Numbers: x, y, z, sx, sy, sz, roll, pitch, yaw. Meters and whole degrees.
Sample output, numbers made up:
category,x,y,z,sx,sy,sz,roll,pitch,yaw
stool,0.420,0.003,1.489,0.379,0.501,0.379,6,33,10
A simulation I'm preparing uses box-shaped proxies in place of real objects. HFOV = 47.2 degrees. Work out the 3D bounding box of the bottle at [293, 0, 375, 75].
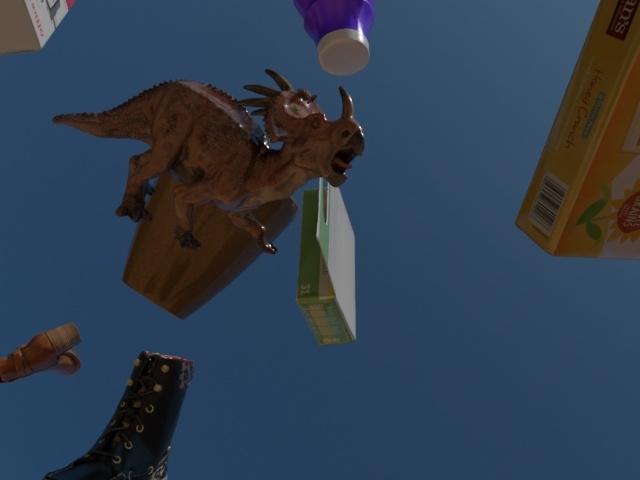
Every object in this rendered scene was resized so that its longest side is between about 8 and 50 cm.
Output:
category,x,y,z,sx,sy,sz,roll,pitch,yaw
bottle,0.019,-0.351,1.008,0.118,0.092,0.282,-9,-121,4

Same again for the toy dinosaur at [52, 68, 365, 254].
category,x,y,z,sx,sy,sz,roll,pitch,yaw
toy dinosaur,-0.103,-0.103,0.732,0.296,0.127,0.200,27,-73,7

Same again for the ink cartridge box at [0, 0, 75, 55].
category,x,y,z,sx,sy,sz,roll,pitch,yaw
ink cartridge box,-0.366,-0.311,0.900,0.063,0.150,0.109,-4,-50,4

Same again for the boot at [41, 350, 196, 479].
category,x,y,z,sx,sy,sz,roll,pitch,yaw
boot,-0.231,0.217,0.856,0.085,0.236,0.178,13,-97,17

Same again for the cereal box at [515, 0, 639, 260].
category,x,y,z,sx,sy,sz,roll,pitch,yaw
cereal box,0.256,-0.068,0.456,0.047,0.240,0.172,-125,-136,-54

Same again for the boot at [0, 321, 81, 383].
category,x,y,z,sx,sy,sz,roll,pitch,yaw
boot,-0.530,0.227,1.361,0.073,0.152,0.197,51,-33,17

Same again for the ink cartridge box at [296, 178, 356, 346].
category,x,y,z,sx,sy,sz,roll,pitch,yaw
ink cartridge box,0.000,0.000,0.886,0.056,0.235,0.171,-7,-126,12

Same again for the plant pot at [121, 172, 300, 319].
category,x,y,z,sx,sy,sz,roll,pitch,yaw
plant pot,-0.199,-0.007,1.189,0.237,0.237,0.254,30,-99,16
